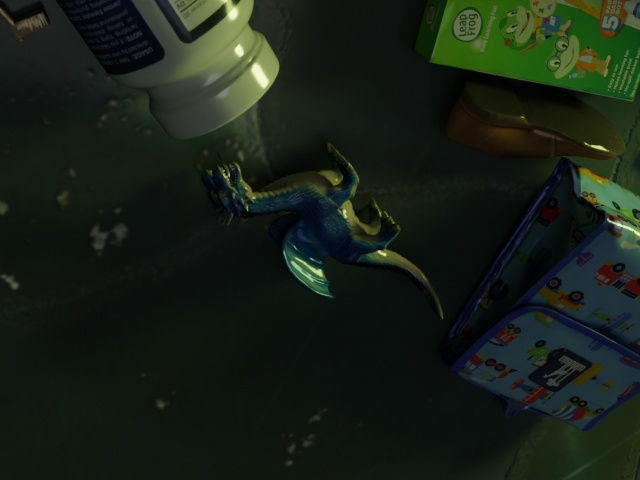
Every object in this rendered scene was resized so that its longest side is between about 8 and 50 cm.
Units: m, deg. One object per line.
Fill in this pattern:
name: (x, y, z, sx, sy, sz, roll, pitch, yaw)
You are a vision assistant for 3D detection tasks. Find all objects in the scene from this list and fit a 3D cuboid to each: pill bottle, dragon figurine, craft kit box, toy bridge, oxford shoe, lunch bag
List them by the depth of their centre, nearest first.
pill bottle: (-0.152, -0.228, 0.999, 0.153, 0.153, 0.265, -33, 119, -1)
toy bridge: (-0.303, -0.260, 1.009, 0.063, 0.026, 0.188, -22, 118, -4)
craft kit box: (0.243, -0.283, 1.158, 0.246, 0.061, 0.250, 8, 111, -18)
dragon figurine: (0.000, 0.000, 1.188, 0.144, 0.085, 0.289, -39, 118, 2)
oxford shoe: (0.229, -0.118, 1.229, 0.212, 0.076, 0.076, 11, 137, -21)
lunch bag: (0.291, 0.088, 1.315, 0.221, 0.138, 0.293, 23, 117, -25)
